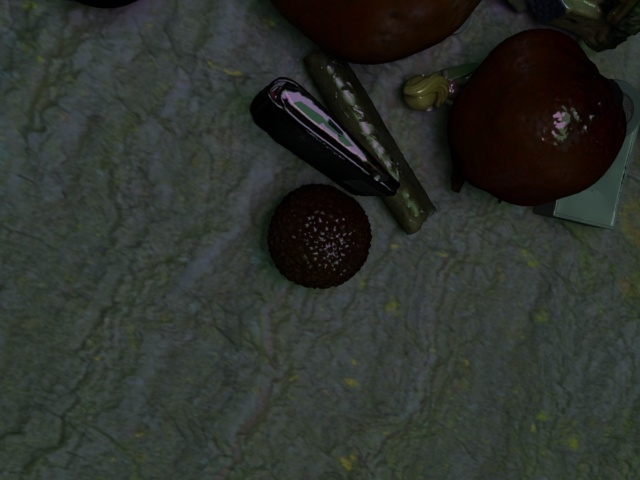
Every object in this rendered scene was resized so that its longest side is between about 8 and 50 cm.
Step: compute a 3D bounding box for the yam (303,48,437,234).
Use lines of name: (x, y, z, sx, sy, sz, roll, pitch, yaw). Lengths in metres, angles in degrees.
yam: (0.089, -0.179, 1.335, 0.083, 0.083, 0.371, -35, 101, -6)

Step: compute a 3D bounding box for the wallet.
wallet: (0.004, -0.166, 1.245, 0.262, 0.221, 0.071, 40, 83, -12)

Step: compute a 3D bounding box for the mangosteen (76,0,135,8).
mangosteen: (-0.366, -0.464, 1.155, 0.266, 0.228, 0.228, -14, 101, 29)

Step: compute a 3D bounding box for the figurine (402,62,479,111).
figurine: (0.227, -0.279, 1.355, 0.188, 0.083, 0.083, -10, 98, -20)

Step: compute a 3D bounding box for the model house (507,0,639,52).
model house: (0.451, -0.528, 1.277, 0.267, 0.261, 0.321, 14, 87, -10)

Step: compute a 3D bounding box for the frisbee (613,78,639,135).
frisbee: (0.539, -0.240, 1.363, 0.110, 0.014, 0.110, -1, 95, -11)

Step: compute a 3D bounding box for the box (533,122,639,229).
box: (0.504, -0.145, 1.415, 0.130, 0.086, 0.225, 12, 93, -12)

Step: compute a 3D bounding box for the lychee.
lychee: (0.000, -0.006, 1.285, 0.195, 0.194, 0.194, -1, 96, -11)

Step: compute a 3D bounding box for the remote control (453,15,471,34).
remote control: (0.238, -0.499, 1.355, 0.077, 0.022, 0.244, -2, 96, -9)

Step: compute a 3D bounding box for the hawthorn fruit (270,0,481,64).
hawthorn fruit: (0.101, -0.487, 1.145, 0.403, 0.403, 0.402, -1, 96, -11)

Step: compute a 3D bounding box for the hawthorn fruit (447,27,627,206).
hawthorn fruit: (0.363, -0.204, 1.274, 0.295, 0.311, 0.294, 1, 88, -35)
